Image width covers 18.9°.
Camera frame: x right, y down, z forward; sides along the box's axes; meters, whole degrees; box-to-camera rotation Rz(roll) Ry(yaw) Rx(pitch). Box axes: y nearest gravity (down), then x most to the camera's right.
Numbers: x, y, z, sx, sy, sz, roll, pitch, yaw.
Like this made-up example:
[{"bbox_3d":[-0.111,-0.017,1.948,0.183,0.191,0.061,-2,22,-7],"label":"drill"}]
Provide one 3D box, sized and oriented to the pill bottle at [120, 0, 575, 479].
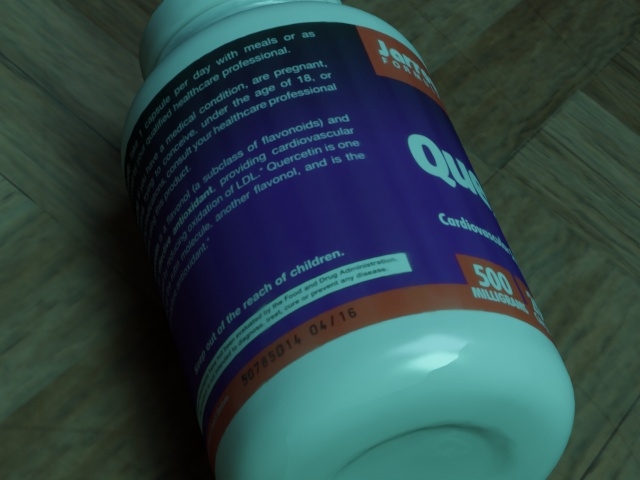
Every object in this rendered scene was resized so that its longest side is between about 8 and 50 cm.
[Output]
[{"bbox_3d":[0.000,0.000,1.019,0.181,0.181,0.323,7,44,-32],"label":"pill bottle"}]
